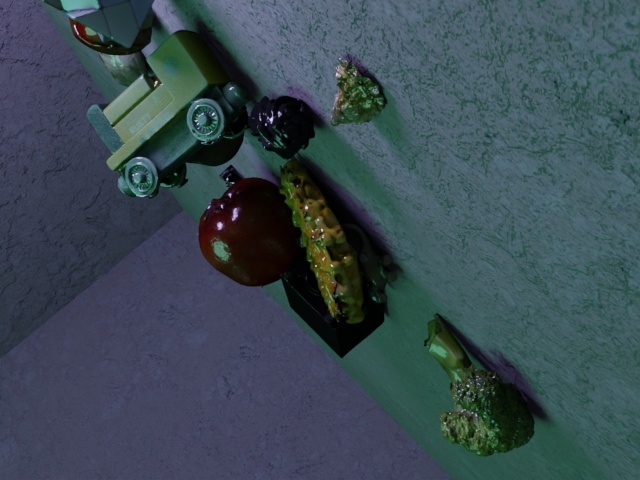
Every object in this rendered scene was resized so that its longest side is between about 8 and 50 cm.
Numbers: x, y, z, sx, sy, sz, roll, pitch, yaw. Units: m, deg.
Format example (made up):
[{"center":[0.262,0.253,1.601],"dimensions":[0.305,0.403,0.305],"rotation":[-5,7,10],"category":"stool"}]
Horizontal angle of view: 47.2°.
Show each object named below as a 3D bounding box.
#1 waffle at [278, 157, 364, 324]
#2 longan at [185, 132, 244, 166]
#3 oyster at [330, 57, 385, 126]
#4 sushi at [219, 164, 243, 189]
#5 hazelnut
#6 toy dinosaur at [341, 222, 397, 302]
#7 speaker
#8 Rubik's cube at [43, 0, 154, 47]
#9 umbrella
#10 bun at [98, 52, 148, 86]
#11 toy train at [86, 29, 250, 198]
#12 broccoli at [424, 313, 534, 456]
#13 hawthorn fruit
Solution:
[{"center":[0.000,0.000,1.707],"dimensions":[0.382,0.095,0.379],"rotation":[61,173,28],"category":"waffle"},{"center":[-0.292,-0.277,1.794],"dimensions":[0.212,0.198,0.198],"rotation":[17,156,22],"category":"longan"},{"center":[0.049,-0.226,1.117],"dimensions":[0.146,0.045,0.121],"rotation":[30,144,56],"category":"oyster"},{"center":[-0.273,-0.185,2.375],"dimensions":[0.083,0.056,0.084],"rotation":[36,163,22],"category":"sushi"},{"center":[-0.526,-0.552,1.829],"dimensions":[0.180,0.181,0.212],"rotation":[67,160,7],"category":"hazelnut"},{"center":[0.105,0.055,1.699],"dimensions":[0.247,0.075,0.188],"rotation":[58,169,-13],"category":"toy dinosaur"},{"center":[0.036,0.149,1.986],"dimensions":[0.232,0.184,0.254],"rotation":[43,164,25],"category":"speaker"},{"center":[-0.446,-0.536,1.500],"dimensions":[0.265,0.224,0.213],"rotation":[24,-170,-42],"category":"Rubik's cube"},{"center":[-0.093,-0.236,1.479],"dimensions":[0.118,0.118,0.340],"rotation":[53,176,-17],"category":"umbrella"},{"center":[-0.636,-0.576,2.313],"dimensions":[0.221,0.108,0.221],"rotation":[46,168,13],"category":"bun"},{"center":[-0.340,-0.269,1.630],"dimensions":[0.253,0.397,0.160],"rotation":[55,-155,0],"category":"toy train"},{"center":[0.314,0.341,1.567],"dimensions":[0.302,0.186,0.254],"rotation":[44,178,-8],"category":"broccoli"},{"center":[-0.180,-0.020,2.011],"dimensions":[0.311,0.295,0.295],"rotation":[22,168,-2],"category":"hawthorn fruit"}]
